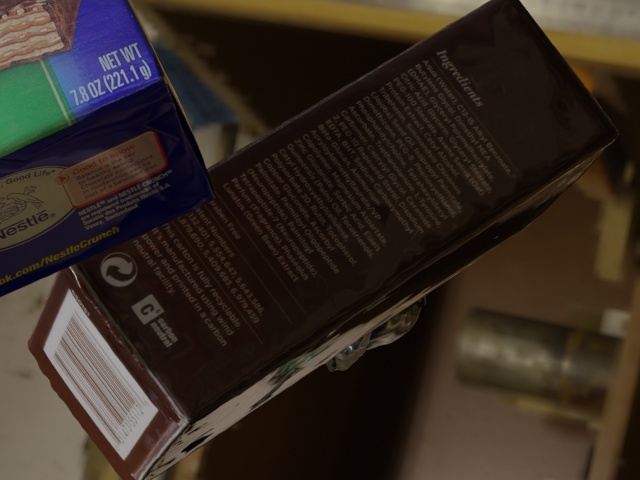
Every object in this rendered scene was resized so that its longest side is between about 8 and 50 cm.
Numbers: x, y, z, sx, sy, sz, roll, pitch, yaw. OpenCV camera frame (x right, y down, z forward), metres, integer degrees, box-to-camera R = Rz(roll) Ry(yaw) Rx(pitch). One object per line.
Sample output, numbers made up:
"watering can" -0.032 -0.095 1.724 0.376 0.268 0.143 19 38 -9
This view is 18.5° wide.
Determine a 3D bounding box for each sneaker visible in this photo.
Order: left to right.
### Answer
"sneaker" 0.042 0.046 1.755 0.271 0.108 0.100 102 145 -81

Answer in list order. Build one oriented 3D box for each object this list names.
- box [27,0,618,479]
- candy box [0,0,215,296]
"box" 0.000 0.000 1.348 0.381 0.143 0.191 -34 -8 -24
"candy box" -0.243 -0.112 1.061 0.122 0.268 0.317 73 170 -56
